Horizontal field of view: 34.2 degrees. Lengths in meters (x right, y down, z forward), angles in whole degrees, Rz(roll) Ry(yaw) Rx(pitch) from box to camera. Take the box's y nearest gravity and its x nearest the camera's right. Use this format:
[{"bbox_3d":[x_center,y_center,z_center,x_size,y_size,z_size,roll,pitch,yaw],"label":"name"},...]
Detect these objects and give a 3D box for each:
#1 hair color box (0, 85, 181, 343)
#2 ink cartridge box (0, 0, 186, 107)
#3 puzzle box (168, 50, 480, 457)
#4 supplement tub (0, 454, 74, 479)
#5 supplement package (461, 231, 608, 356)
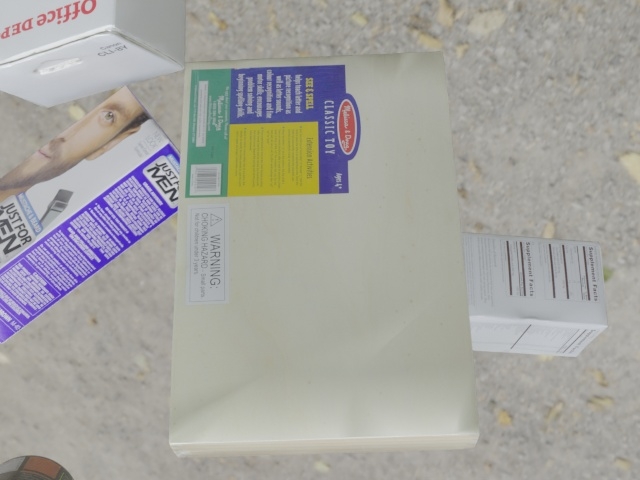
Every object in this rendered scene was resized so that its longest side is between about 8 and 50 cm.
[{"bbox_3d":[-0.342,-0.040,1.394,0.185,0.339,0.110,48,172,47],"label":"hair color box"},{"bbox_3d":[-0.340,-0.409,1.472,0.279,0.385,0.160,-10,163,30],"label":"ink cartridge box"},{"bbox_3d":[0.000,0.000,0.996,0.272,0.409,0.052,-2,153,2],"label":"puzzle box"},{"bbox_3d":[-0.326,0.304,1.136,0.117,0.117,0.190,39,178,-6],"label":"supplement tub"},{"bbox_3d":[0.273,0.080,1.509,0.244,0.134,0.139,4,154,-6],"label":"supplement package"}]
